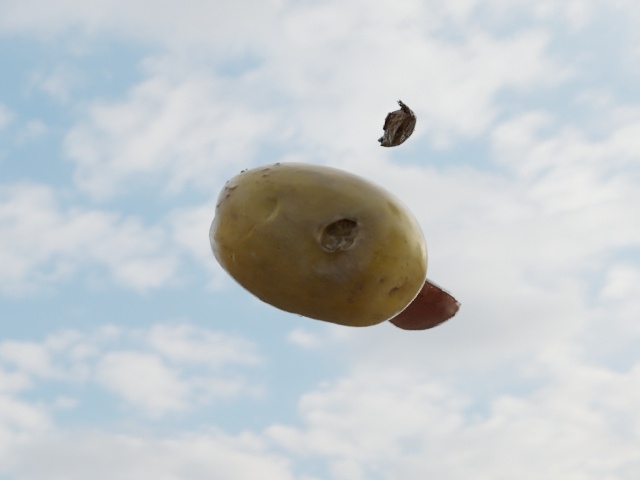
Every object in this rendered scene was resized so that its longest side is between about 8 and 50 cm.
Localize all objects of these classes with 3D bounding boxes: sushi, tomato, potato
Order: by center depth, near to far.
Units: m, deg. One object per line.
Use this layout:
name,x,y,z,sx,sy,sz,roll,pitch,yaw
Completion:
potato,0.000,0.000,1.166,0.234,0.150,0.146,22,14,17
tomato,0.120,0.085,1.669,0.174,0.082,0.166,27,-5,-10
sushi,0.121,-0.182,1.802,0.050,0.047,0.099,-22,-29,-44
